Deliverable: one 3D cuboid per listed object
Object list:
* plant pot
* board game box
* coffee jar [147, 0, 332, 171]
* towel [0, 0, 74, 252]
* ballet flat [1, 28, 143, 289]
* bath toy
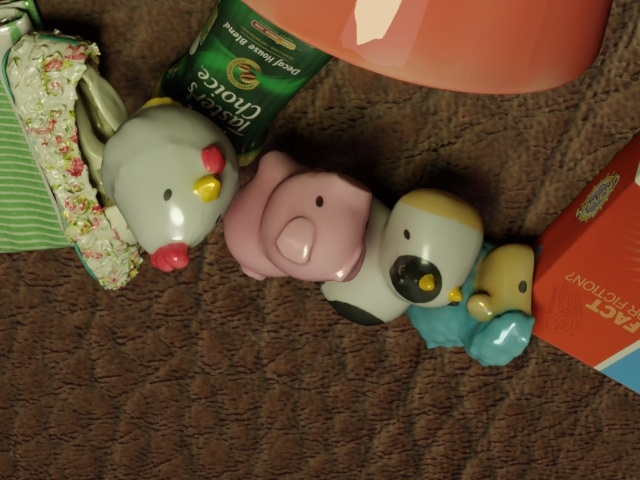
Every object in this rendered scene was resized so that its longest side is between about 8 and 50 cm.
[{"bbox_3d":[0.084,-0.261,1.112,0.274,0.275,0.243,18,122,-3],"label":"plant pot"},{"bbox_3d":[0.327,0.003,1.393,0.242,0.064,0.316,29,130,-12],"label":"board game box"},{"bbox_3d":[-0.058,-0.127,1.360,0.096,0.079,0.184,29,130,-12],"label":"coffee jar"},{"bbox_3d":[-0.344,-0.075,1.498,0.324,0.038,0.248,-6,129,17],"label":"towel"},{"bbox_3d":[-0.171,-0.057,1.407,0.077,0.091,0.241,-4,130,20],"label":"ballet flat"},{"bbox_3d":[0.000,0.000,1.356,0.348,0.129,0.151,20,133,-31],"label":"bath toy"}]
